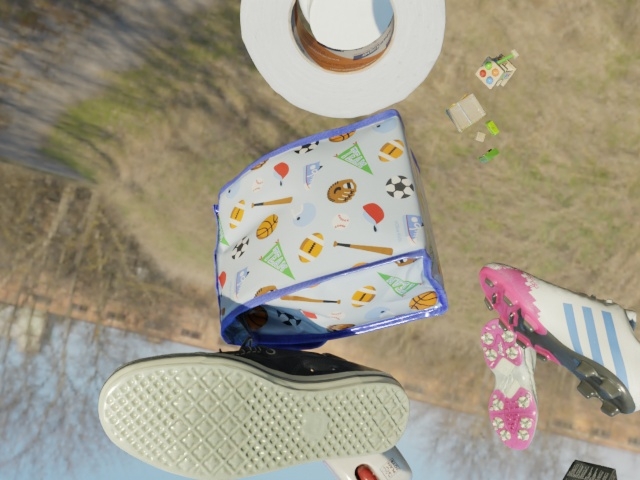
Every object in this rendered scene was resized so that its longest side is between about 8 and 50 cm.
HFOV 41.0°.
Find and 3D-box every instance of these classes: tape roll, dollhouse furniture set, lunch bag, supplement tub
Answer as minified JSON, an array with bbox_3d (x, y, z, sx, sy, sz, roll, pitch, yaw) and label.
[{"bbox_3d":[0.026,-0.247,0.928,0.219,0.219,0.072,14,-147,-4],"label":"tape roll"},{"bbox_3d":[0.342,-0.248,1.901,0.152,0.076,0.058,56,179,-4],"label":"dollhouse furniture set"},{"bbox_3d":[0.000,0.000,1.496,0.385,0.328,0.239,-16,141,10],"label":"lunch bag"},{"bbox_3d":[0.067,-0.511,1.600,0.228,0.316,0.228,-3,140,-2],"label":"supplement tub"}]

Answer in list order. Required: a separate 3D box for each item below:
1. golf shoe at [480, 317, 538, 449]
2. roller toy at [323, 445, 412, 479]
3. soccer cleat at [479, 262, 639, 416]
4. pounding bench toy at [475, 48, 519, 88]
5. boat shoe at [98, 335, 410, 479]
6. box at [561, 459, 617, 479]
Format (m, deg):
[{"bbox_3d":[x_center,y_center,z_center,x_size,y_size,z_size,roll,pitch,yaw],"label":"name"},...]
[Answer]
[{"bbox_3d":[0.441,0.309,1.903,0.115,0.306,0.140,0,-168,36],"label":"golf shoe"},{"bbox_3d":[0.099,0.471,1.831,0.209,0.146,0.191,46,167,29],"label":"roller toy"},{"bbox_3d":[0.390,0.127,1.312,0.331,0.143,0.116,45,161,37],"label":"soccer cleat"},{"bbox_3d":[0.394,-0.385,1.889,0.065,0.083,0.052,-20,-117,-44],"label":"pounding bench toy"},{"bbox_3d":[-0.098,0.248,1.297,0.500,0.187,0.156,6,-172,-32],"label":"boat shoe"},{"bbox_3d":[0.446,0.494,1.462,0.077,0.147,0.180,4,-148,39],"label":"box"}]
